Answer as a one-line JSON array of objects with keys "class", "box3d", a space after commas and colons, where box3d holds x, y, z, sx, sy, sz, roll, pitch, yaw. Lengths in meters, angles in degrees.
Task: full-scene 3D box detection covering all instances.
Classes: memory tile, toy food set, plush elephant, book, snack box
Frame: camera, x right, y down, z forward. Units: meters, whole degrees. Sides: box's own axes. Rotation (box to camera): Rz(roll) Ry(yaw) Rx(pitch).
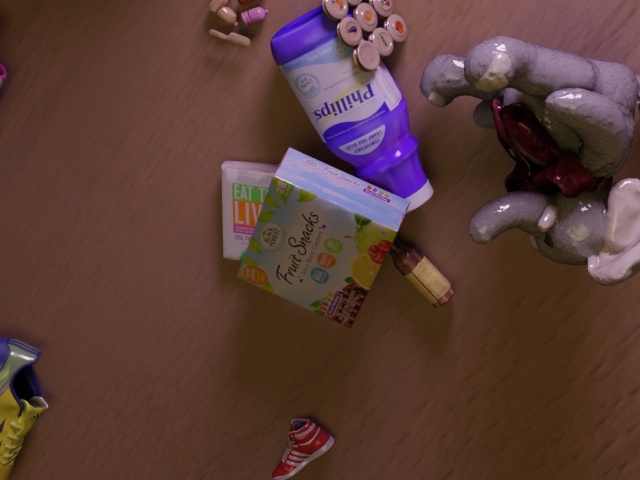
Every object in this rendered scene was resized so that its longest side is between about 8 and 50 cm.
[{"class": "memory tile", "box3d": [0.048, -0.290, 1.485, 0.012, 0.113, 0.148, -12, 115, 48]}, {"class": "toy food set", "box3d": [-0.100, -0.316, 1.556, 0.078, 0.019, 0.122, 19, 110, 3]}, {"class": "plush elephant", "box3d": [0.276, -0.084, 1.440, 0.330, 0.272, 0.255, 7, 92, -16]}, {"class": "book", "box3d": [-0.088, -0.038, 1.680, 0.096, 0.035, 0.144, 7, 119, 12]}, {"class": "snack box", "box3d": [0.000, 0.000, 1.594, 0.175, 0.070, 0.207, 25, 134, 1]}]

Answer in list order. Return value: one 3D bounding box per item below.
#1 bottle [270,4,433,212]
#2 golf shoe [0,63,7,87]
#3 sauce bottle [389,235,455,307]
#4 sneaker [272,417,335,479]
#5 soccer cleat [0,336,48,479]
[{"class": "bottle", "box3d": [0.049, -0.164, 1.551, 0.118, 0.092, 0.282, -24, 108, 23]}, {"class": "golf shoe", "box3d": [-0.495, -0.174, 1.660, 0.140, 0.115, 0.306, -9, 128, -15]}, {"class": "sauce bottle", "box3d": [0.130, 0.036, 1.657, 0.042, 0.042, 0.128, -37, 102, 25]}, {"class": "sneaker", "box3d": [-0.042, 0.313, 1.828, 0.118, 0.042, 0.067, -38, 106, 18]}, {"class": "soccer cleat", "box3d": [-0.488, 0.281, 1.888, 0.121, 0.093, 0.289, 10, 117, 1]}]
